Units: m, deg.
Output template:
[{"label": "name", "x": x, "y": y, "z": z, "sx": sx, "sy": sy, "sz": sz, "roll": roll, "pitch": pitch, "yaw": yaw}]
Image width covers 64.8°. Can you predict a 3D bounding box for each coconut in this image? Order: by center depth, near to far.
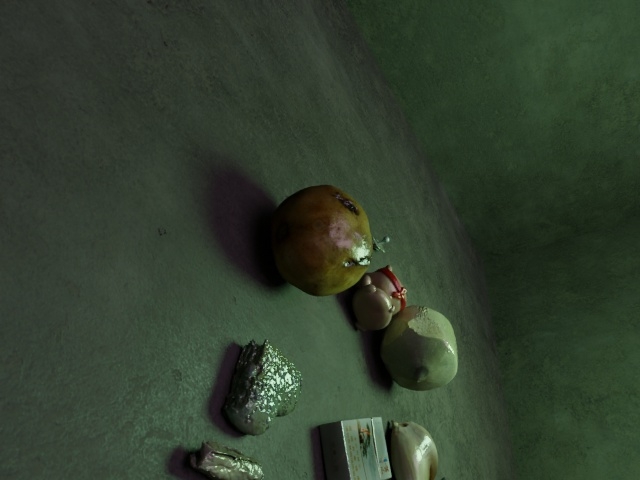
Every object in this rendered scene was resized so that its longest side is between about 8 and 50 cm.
[{"label": "coconut", "x": 0.301, "y": 0.334, "z": 1.554, "sx": 0.245, "sy": 0.244, "sz": 0.247, "roll": 66, "pitch": 18, "yaw": -12}]

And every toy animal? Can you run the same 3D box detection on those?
[{"label": "toy animal", "x": 0.175, "y": 0.169, "z": 1.512, "sx": 0.197, "sy": 0.171, "sz": 0.171, "roll": -35, "pitch": 106, "yaw": -55}]

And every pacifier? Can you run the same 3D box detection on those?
[{"label": "pacifier", "x": 0.215, "y": 0.004, "z": 1.790, "sx": 0.083, "sy": 0.064, "sz": 0.068, "roll": 36, "pitch": 26, "yaw": -51}]

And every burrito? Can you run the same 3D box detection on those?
[{"label": "burrito", "x": -0.149, "y": 0.381, "z": 0.848, "sx": 0.188, "sy": 0.045, "sz": 0.058, "roll": 50, "pitch": 59, "yaw": -43}]

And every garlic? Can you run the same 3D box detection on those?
[{"label": "garlic", "x": 0.281, "y": 0.636, "z": 1.471, "sx": 0.228, "sy": 0.110, "sz": 0.217, "roll": 64, "pitch": 30, "yaw": -17}]

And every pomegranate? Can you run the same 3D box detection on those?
[{"label": "pomegranate", "x": 0.000, "y": 0.000, "z": 1.178, "sx": 0.260, "sy": 0.260, "sz": 0.261, "roll": 42, "pitch": 39, "yaw": -46}]

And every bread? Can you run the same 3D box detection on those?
[{"label": "bread", "x": -0.103, "y": 0.275, "z": 0.984, "sx": 0.232, "sy": 0.064, "sz": 0.173, "roll": 4, "pitch": 73, "yaw": -64}]

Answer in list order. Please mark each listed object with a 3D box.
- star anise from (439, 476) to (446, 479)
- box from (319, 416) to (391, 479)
[{"label": "star anise", "x": 0.368, "y": 0.838, "z": 1.505, "sx": 0.282, "sy": 0.129, "sz": 0.213, "roll": -25, "pitch": 103, "yaw": -73}, {"label": "box", "x": 0.089, "y": 0.509, "z": 1.212, "sx": 0.233, "sy": 0.067, "sz": 0.150, "roll": 27, "pitch": 51, "yaw": -57}]
